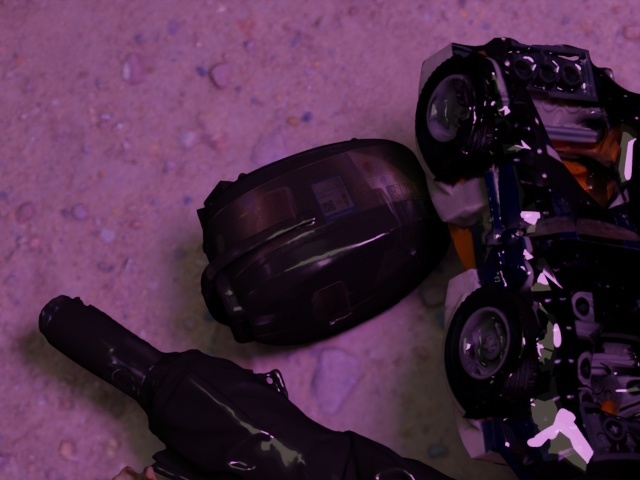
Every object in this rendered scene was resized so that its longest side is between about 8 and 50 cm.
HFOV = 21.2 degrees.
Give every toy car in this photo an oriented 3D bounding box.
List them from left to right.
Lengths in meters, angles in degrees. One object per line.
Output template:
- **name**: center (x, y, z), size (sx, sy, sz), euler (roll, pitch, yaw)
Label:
- **toy car**: center (0.142, 0.020, 1.040), size (0.118, 0.193, 0.301), euler (-27, 60, 46)

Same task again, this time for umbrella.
- **umbrella**: center (-0.041, 0.127, 1.059), size (0.340, 0.118, 0.118), euler (32, 76, 22)

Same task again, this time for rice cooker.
- **rice cooker**: center (0.000, 0.000, 1.100), size (0.165, 0.112, 0.106), euler (-15, 61, -3)

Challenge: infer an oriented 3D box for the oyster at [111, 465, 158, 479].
- **oyster**: center (-0.086, 0.253, 1.015), size (0.161, 0.107, 0.233), euler (-57, 47, 17)
